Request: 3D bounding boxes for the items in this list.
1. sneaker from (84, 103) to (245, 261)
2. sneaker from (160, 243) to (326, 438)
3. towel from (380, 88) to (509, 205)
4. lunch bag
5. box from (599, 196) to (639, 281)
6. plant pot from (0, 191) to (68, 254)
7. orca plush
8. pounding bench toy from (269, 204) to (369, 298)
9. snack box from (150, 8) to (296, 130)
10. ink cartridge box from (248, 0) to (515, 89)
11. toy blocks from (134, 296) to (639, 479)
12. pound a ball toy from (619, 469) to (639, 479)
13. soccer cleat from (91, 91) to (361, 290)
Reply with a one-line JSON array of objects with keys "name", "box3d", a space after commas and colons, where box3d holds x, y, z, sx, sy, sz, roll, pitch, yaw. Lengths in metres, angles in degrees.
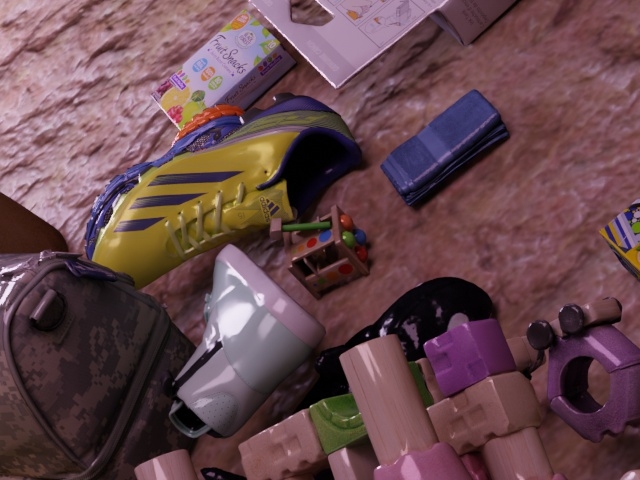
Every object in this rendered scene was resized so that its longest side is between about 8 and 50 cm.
[{"name": "sneaker", "box3d": [-0.148, -0.043, 1.859, 0.221, 0.083, 0.087, -44, 47, 4]}, {"name": "sneaker", "box3d": [-0.089, 0.092, 1.624, 0.151, 0.094, 0.256, -47, 13, -2]}, {"name": "towel", "box3d": [0.115, -0.087, 1.716, 0.119, 0.029, 0.067, -39, 39, 6]}, {"name": "lunch bag", "box3d": [-0.283, 0.117, 1.681, 0.305, 0.256, 0.212, -1, 55, 39]}, {"name": "box", "box3d": [0.292, 0.030, 1.440, 0.059, 0.054, 0.169, -41, 38, 1]}, {"name": "plant pot", "box3d": [-0.431, 0.001, 1.916, 0.237, 0.254, 0.237, -23, 42, 22]}, {"name": "orca plush", "box3d": [0.012, 0.119, 1.554, 0.287, 0.102, 0.151, -33, 40, 11]}, {"name": "pounding bench toy", "box3d": [0.000, 0.000, 1.688, 0.065, 0.083, 0.052, -27, 41, 20]}, {"name": "snack box", "box3d": [-0.105, -0.173, 1.972, 0.141, 0.037, 0.100, -42, 40, 0]}, {"name": "ink cartridge box", "box3d": [0.071, -0.280, 1.901, 0.261, 0.066, 0.296, -41, 38, 1]}, {"name": "toy blocks", "box3d": [0.085, 0.220, 1.327, 0.288, 0.309, 0.260, -32, 73, 38]}, {"name": "pound a ball toy", "box3d": [0.354, 0.207, 1.193, 0.208, 0.136, 0.319, -58, 34, 21]}, {"name": "soccer cleat", "box3d": [-0.088, -0.037, 1.752, 0.289, 0.093, 0.121, -36, 49, -17]}]
